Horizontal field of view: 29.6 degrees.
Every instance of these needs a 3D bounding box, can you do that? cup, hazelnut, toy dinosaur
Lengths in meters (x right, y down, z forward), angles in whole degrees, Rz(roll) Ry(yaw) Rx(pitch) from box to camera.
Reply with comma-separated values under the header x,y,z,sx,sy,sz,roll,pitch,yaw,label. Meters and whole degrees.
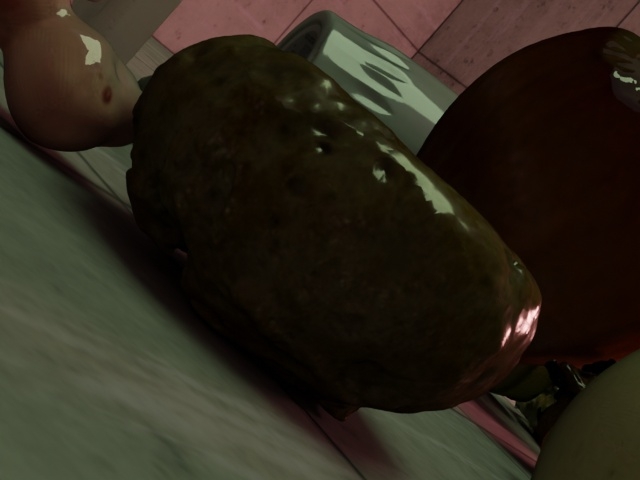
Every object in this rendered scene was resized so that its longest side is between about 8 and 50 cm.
x,y,z,sx,sy,sz,roll,pitch,yaw,label
0.081,-0.083,1.467,0.371,0.253,0.253,37,5,-20,cup
0.260,-0.030,1.218,0.366,0.366,0.366,41,4,-3,hazelnut
-0.181,-0.135,0.616,0.194,0.152,0.177,25,54,-46,toy dinosaur

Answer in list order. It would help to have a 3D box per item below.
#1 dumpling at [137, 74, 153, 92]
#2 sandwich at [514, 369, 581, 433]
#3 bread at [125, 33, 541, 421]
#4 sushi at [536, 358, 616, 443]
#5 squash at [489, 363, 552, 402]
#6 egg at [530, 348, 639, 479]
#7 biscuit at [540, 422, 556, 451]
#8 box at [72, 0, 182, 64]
x,y,z,sx,sy,sz,roll,pitch,yaw,label
-0.029,-0.051,1.183,0.166,0.086,0.332,-4,-33,46,dumpling
0.370,0.245,1.472,0.262,0.131,0.325,46,7,39,sandwich
0.000,0.000,0.611,0.230,0.123,0.230,40,2,-1,bread
0.300,0.197,1.126,0.287,0.149,0.140,36,18,-47,sushi
0.249,0.082,1.452,0.041,0.219,0.219,19,11,-18,squash
0.170,0.120,0.438,0.188,0.188,0.254,40,-2,-18,egg
0.257,0.215,0.875,0.165,0.036,0.250,-2,40,-44,biscuit
-0.207,-0.230,1.043,0.081,0.135,0.199,38,6,-42,box
